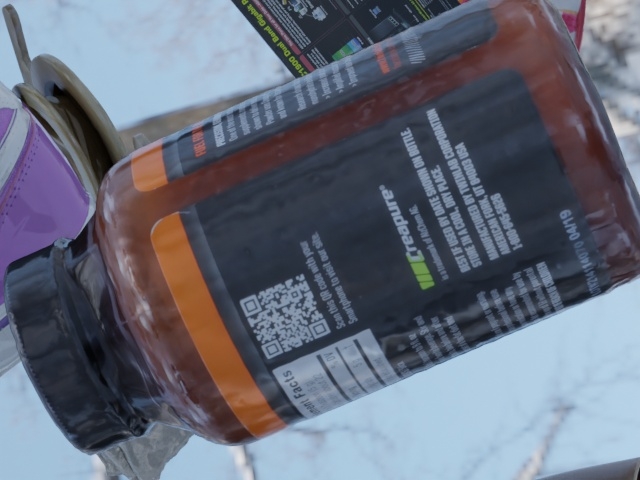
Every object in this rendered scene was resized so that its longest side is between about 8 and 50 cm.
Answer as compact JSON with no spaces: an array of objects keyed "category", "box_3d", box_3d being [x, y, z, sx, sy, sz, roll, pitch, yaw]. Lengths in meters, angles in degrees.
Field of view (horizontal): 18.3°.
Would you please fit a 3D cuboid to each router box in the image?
[{"category":"router box","box_3d":[0.014,-0.122,1.029,0.122,0.092,0.038,50,-177,-21]}]

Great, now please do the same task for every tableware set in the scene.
[{"category":"tableware set","box_3d":[-0.118,-0.009,0.983,0.039,0.128,0.194,-33,-36,-20]}]

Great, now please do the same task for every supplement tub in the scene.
[{"category":"supplement tub","box_3d":[0.000,0.000,0.642,0.106,0.198,0.106,-23,-90,-84]}]

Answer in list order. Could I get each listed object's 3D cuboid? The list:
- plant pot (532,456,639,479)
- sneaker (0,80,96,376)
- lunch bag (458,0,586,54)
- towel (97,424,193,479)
[{"category":"plant pot","box_3d":[0.193,0.313,1.829,0.215,0.230,0.215,-5,-90,-73]},{"category":"sneaker","box_3d":[-0.224,0.032,0.751,0.282,0.102,0.161,-47,-52,-18]},{"category":"lunch bag","box_3d":[0.128,-0.096,1.706,0.120,0.258,0.293,16,-98,-7]},{"category":"towel","box_3d":[-0.119,0.069,1.740,0.282,0.049,0.187,-49,-41,-18]}]
